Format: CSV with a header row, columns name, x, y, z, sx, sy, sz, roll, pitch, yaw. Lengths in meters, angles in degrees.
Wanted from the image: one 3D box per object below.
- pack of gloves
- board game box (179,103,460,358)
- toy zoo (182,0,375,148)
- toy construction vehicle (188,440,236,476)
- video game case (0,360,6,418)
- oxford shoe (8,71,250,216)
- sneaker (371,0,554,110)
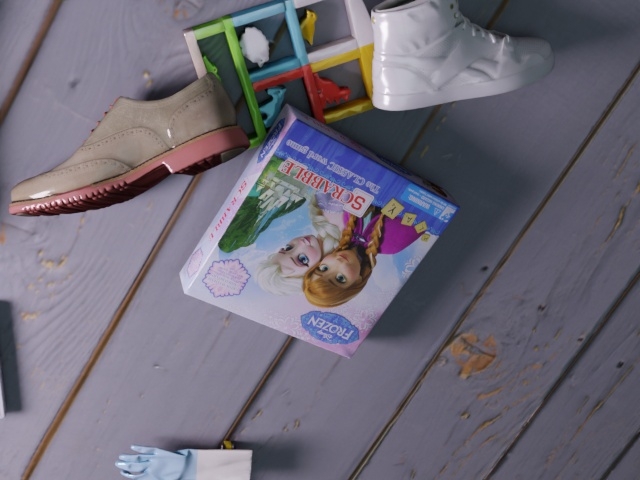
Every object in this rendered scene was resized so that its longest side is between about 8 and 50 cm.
name,x,y,z,sx,sy,sz,roll,pitch,yaw
pack of gloves,-0.239,0.437,1.439,0.232,0.046,0.195,5,120,-6
board game box,0.000,0.000,1.300,0.318,0.066,0.318,24,110,-27
toy zoo,-0.028,-0.253,1.211,0.293,0.030,0.192,-19,118,-6
toy construction vehicle,-0.191,0.396,1.475,0.085,0.035,0.098,-3,107,-15
video game case,-0.630,0.192,1.261,0.285,0.025,0.204,-3,116,-14
oxford shoe,-0.277,-0.127,1.174,0.348,0.123,0.130,-19,89,2
sneaker,0.208,-0.296,1.202,0.292,0.108,0.169,-15,118,-18
